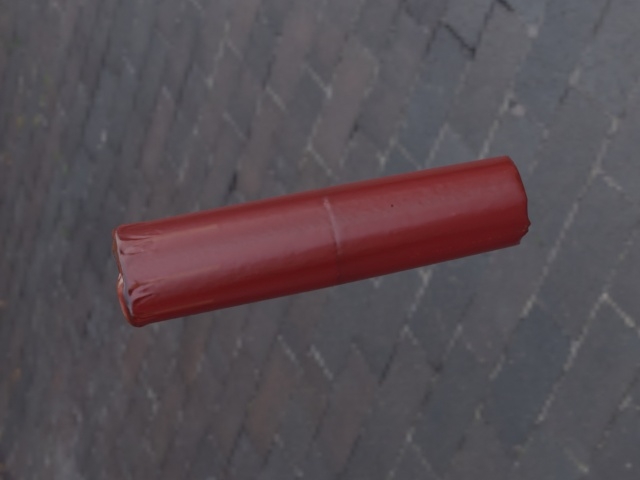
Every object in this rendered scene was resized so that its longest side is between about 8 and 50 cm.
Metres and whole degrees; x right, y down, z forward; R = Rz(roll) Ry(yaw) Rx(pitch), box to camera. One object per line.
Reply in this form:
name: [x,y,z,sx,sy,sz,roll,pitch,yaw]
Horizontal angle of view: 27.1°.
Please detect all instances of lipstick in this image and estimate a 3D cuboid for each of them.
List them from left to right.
lipstick: [0.000,-0.001,0.898,0.073,0.279,0.073,169,90,-81]
